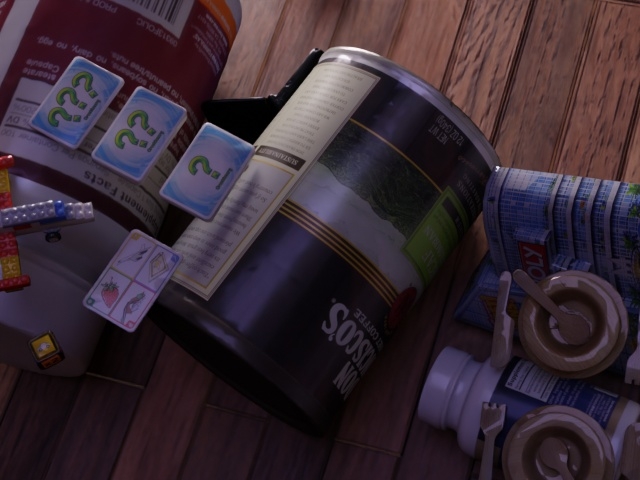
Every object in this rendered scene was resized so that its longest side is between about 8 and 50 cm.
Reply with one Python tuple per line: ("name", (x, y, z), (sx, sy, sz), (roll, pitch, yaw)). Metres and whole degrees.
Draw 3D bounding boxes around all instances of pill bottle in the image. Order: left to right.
("pill bottle", (-0.235, -0.089, 1.154), (0.224, 0.224, 0.392), (13, 70, 16))
("pill bottle", (0.171, 0.150, 1.036), (0.169, 0.094, 0.094), (20, 71, 19))

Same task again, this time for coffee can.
("coffee can", (0.000, 0.000, 1.078), (0.201, 0.201, 0.275), (31, 75, 22))

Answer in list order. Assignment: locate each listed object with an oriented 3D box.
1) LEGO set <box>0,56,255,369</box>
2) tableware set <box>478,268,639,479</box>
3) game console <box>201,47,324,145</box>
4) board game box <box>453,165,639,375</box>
("LEGO set", (-0.191, -0.026, 0.984), (0.182, 0.060, 0.244), (29, 71, 11))
("tableware set", (0.187, 0.117, 0.964), (0.128, 0.039, 0.194), (5, 85, 18))
("game console", (-0.043, -0.125, 1.188), (0.071, 0.122, 0.107), (31, 75, 22))
("board game box", (0.199, 0.030, 1.053), (0.194, 0.194, 0.060), (8, 51, 29))
